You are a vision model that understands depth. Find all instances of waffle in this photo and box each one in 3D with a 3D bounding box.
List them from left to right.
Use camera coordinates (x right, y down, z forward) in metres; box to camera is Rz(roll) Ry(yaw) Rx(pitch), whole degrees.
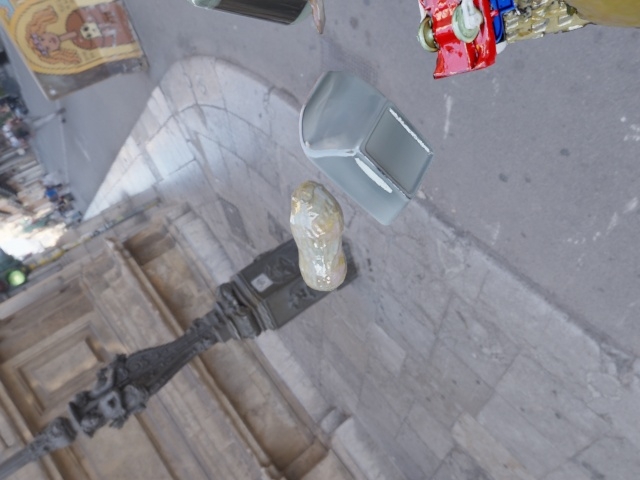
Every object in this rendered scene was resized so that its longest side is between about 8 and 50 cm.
[{"bbox_3d":[0.512,-0.561,1.051,0.261,0.376,0.114,16,-112,-67],"label":"waffle"}]

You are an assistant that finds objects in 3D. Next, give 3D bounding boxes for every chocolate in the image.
[{"bbox_3d":[0.000,0.000,1.160,0.134,0.134,0.309,34,144,44],"label":"chocolate"}]

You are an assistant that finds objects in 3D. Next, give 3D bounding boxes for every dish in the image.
[{"bbox_3d":[0.076,-0.139,0.680,0.234,0.154,0.064,37,164,-29],"label":"dish"}]

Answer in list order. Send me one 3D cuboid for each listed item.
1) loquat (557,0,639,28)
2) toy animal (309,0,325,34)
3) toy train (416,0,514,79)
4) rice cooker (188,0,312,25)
[{"bbox_3d":[0.343,-0.356,0.490,0.263,0.263,0.263,45,155,27],"label":"loquat"},{"bbox_3d":[-0.078,-0.399,0.693,0.185,0.104,0.183,8,129,11],"label":"toy animal"},{"bbox_3d":[0.166,-0.305,0.552,0.083,0.131,0.204,11,125,55],"label":"toy train"},{"bbox_3d":[-0.164,-0.665,1.061,0.335,0.325,0.335,5,96,63],"label":"rice cooker"}]
